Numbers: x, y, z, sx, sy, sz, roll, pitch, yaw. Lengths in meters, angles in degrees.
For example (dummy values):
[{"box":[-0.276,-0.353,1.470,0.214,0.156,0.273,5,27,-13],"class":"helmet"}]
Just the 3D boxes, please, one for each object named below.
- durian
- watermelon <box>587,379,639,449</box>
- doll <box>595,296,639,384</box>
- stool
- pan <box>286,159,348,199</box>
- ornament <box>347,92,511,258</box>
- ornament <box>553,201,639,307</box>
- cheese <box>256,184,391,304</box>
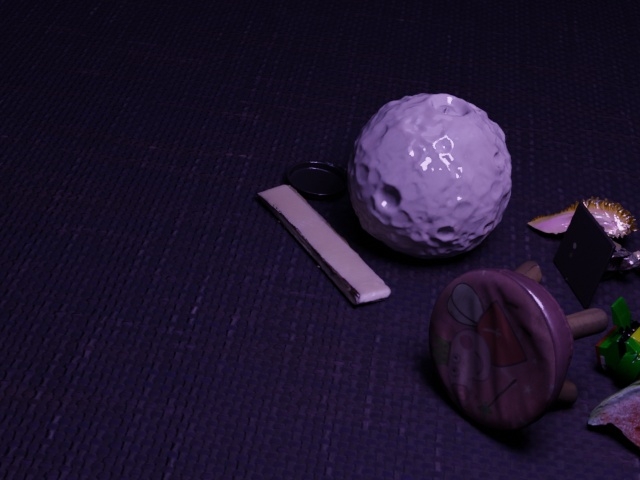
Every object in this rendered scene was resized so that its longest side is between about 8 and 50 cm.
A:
[{"box":[0.547,-0.054,2.215,0.224,0.078,0.140,1,19,10],"class":"durian"},{"box":[0.553,0.292,1.777,0.158,0.121,0.098,36,25,28],"class":"watermelon"},{"box":[0.579,0.203,1.868,0.186,0.134,0.106,35,44,24],"class":"doll"},{"box":[0.335,0.172,1.799,0.178,0.272,0.272,-9,38,-44],"class":"stool"},{"box":[0.035,-0.145,2.329,0.235,0.028,0.136,-18,44,-27],"class":"pan"},{"box":[0.219,-0.138,2.118,0.337,0.337,0.337,4,38,-3],"class":"ornament"},{"box":[0.596,0.026,2.107,0.196,0.153,0.166,3,37,-20],"class":"ornament"},{"box":[0.001,0.002,2.136,0.085,0.034,0.400,-14,42,-30],"class":"cheese"}]
